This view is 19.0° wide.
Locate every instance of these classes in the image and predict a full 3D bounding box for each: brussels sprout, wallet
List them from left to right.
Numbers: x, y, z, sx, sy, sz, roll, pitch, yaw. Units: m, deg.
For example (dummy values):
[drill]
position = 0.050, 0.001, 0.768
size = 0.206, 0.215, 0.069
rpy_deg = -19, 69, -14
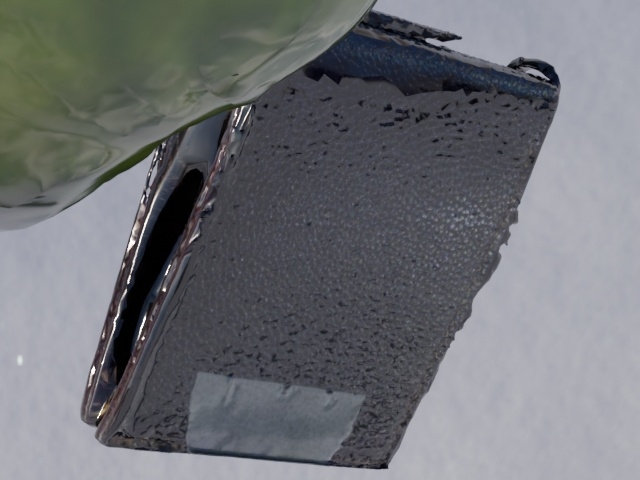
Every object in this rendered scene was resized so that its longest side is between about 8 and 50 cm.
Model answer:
[brussels sprout]
position = -0.093, -0.110, 0.569
size = 0.219, 0.271, 0.210
rpy_deg = -26, 84, 7
[wallet]
position = 0.000, 0.000, 1.053
size = 0.221, 0.262, 0.071
rpy_deg = 9, 17, -41
